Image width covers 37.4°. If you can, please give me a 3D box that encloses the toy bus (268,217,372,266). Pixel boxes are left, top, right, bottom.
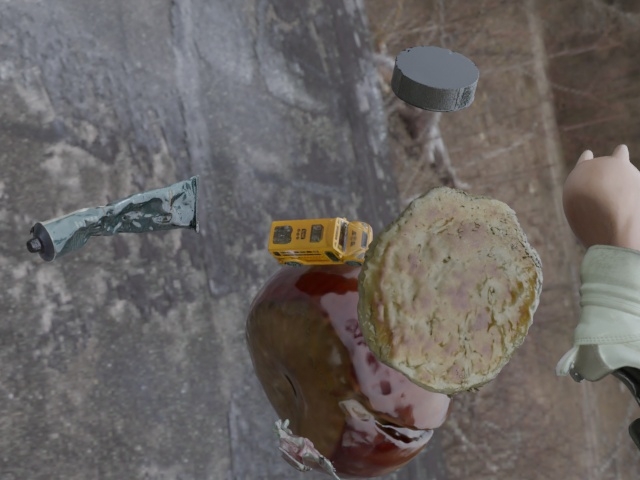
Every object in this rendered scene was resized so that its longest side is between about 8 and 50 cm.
[{"bbox_3d":[0.000,0.000,1.535,0.074,0.162,0.069,42,51,-57],"label":"toy bus"}]

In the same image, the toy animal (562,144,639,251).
[{"bbox_3d":[0.508,-0.032,1.605,0.250,0.166,0.154,50,56,-29],"label":"toy animal"}]

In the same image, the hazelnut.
[{"bbox_3d":[0.063,0.208,1.665,0.409,0.359,0.359,64,31,-7],"label":"hazelnut"}]

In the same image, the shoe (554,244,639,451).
[{"bbox_3d":[0.340,0.138,0.816,0.159,0.316,0.124,-58,177,-9],"label":"shoe"}]

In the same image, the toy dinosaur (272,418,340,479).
[{"bbox_3d":[-0.020,0.295,1.323,0.032,0.108,0.220,-54,156,1],"label":"toy dinosaur"}]

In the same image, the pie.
[{"bbox_3d":[0.113,0.040,0.845,0.163,0.079,0.193,42,68,-15],"label":"pie"}]

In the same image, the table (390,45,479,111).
[{"bbox_3d":[0.179,-0.253,1.479,0.133,0.133,0.043,-62,166,-49],"label":"table"}]

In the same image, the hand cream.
[{"bbox_3d":[-0.251,-0.021,1.189,0.248,0.075,0.052,-15,53,-40],"label":"hand cream"}]
